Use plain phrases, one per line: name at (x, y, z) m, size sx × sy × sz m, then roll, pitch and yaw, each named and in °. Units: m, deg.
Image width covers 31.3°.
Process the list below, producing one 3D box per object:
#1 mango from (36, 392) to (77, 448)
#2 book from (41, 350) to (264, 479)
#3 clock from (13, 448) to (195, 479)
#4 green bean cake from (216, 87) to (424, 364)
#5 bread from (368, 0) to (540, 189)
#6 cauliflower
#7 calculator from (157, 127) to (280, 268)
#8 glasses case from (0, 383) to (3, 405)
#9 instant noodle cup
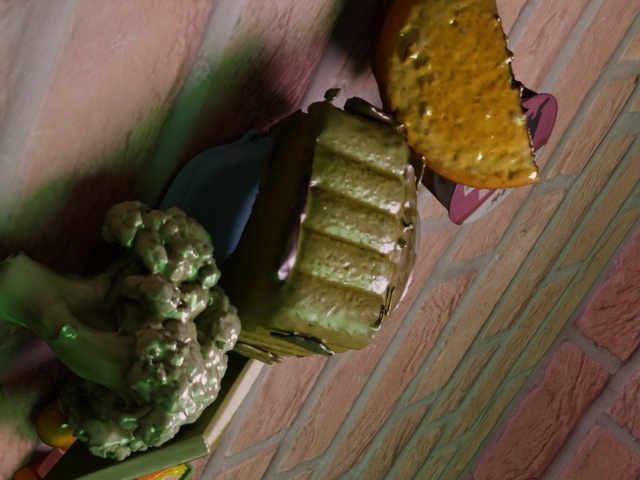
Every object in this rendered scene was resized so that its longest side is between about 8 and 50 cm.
mango at (-0.341, 0.244, 1.525) m, size 0.079 × 0.057 × 0.114 m, roll -45°, pitch 160°, yaw -26°
book at (-0.202, 0.218, 1.448) m, size 0.239 × 0.035 × 0.352 m, roll -20°, pitch -169°, yaw 14°
clock at (-0.341, 0.380, 1.664) m, size 0.220 × 0.106 × 0.255 m, roll -52°, pitch 155°, yaw 7°
green bean cake at (0.000, 0.000, 1.409) m, size 0.285 × 0.202 × 0.310 m, roll -15°, pitch -123°, yaw 64°
bread at (0.158, -0.203, 1.444) m, size 0.179 × 0.340 × 0.194 m, roll -14°, pitch -162°, yaw 6°
cauliflower at (-0.216, 0.083, 1.251) m, size 0.260 × 0.327 × 0.281 m, roll -39°, pitch 130°, yaw 2°
calculator at (-0.148, 0.017, 1.521) m, size 0.256 × 0.054 × 0.386 m, roll -16°, pitch 136°, yaw -49°
glasses case at (-0.404, 0.129, 1.218) m, size 0.064 × 0.079 × 0.234 m, roll -50°, pitch 157°, yaw -16°
instant noodle cup at (0.211, -0.165, 1.691) m, size 0.235 × 0.178 × 0.235 m, roll -37°, pitch 153°, yaw -23°
